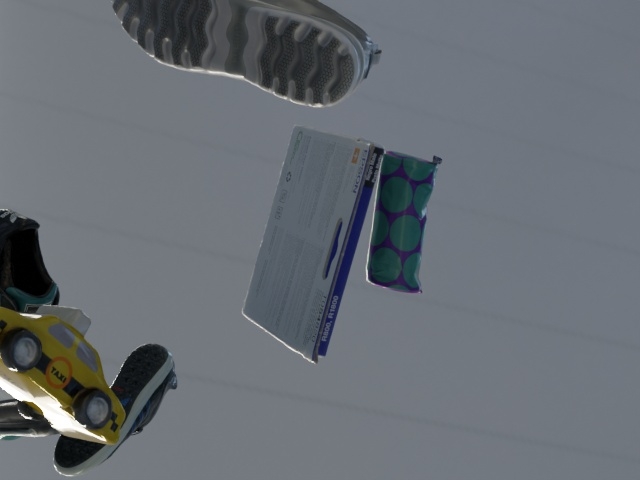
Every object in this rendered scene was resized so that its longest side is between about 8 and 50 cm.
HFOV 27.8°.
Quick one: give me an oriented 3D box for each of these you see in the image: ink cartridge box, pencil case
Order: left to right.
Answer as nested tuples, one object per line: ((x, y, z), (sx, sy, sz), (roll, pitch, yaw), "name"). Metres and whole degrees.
((0.000, 0.000, 1.320), (0.045, 0.223, 0.224), (14, -175, -22), "ink cartridge box")
((0.090, -0.020, 1.406), (0.070, 0.151, 0.064), (8, -178, -42), "pencil case")

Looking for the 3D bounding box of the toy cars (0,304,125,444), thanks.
((-0.335, 0.050, 1.133), (0.394, 0.176, 0.087), (27, -116, 1), "toy cars")

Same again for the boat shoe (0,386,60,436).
((-0.402, 0.193, 1.522), (0.113, 0.306, 0.105), (-41, -65, -51), "boat shoe")

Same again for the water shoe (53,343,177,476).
((-0.241, 0.221, 1.586), (0.073, 0.080, 0.203), (22, -123, 31), "water shoe")

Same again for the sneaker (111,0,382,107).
((-0.074, -0.201, 1.211), (0.281, 0.105, 0.115), (30, -155, 17), "sneaker")

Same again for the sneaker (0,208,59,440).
((-0.397, 0.111, 1.658), (0.108, 0.121, 0.302), (-12, -83, -53), "sneaker")
